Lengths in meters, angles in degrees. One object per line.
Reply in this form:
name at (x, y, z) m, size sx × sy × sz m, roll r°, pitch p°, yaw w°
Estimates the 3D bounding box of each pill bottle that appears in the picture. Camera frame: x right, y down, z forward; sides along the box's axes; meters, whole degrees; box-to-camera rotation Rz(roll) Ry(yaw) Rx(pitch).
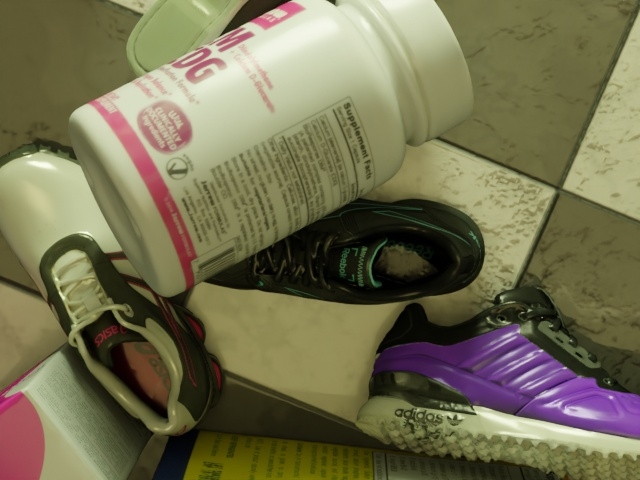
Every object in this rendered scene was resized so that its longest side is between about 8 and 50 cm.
pill bottle at (-0.035, -0.089, 1.438) m, size 0.283 × 0.160 × 0.160 m, roll -28°, pitch 97°, yaw -13°

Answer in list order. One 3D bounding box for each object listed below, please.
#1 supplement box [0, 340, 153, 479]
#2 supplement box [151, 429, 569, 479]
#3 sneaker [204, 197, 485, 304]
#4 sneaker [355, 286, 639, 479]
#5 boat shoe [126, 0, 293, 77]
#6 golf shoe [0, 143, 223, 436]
supplement box at (-0.219, 0.166, 1.475) m, size 0.111 × 0.220 × 0.114 m, roll -36°, pitch 96°, yaw 6°
supplement box at (0.037, 0.282, 1.497) m, size 0.356 × 0.194 × 0.195 m, roll 6°, pitch 98°, yaw 1°
sneaker at (0.000, 0.000, 1.505) m, size 0.267 × 0.106 × 0.101 m, roll 1°, pitch 100°, yaw 3°
sneaker at (0.183, 0.109, 1.499) m, size 0.293 × 0.102 × 0.146 m, roll 9°, pitch 69°, yaw 13°
boat shoe at (-0.057, -0.206, 1.498) m, size 0.228 × 0.068 × 0.081 m, roll -43°, pitch 64°, yaw 5°
golf shoe at (-0.174, 0.038, 1.509) m, size 0.105 × 0.120 × 0.273 m, roll -37°, pitch 94°, yaw 8°
